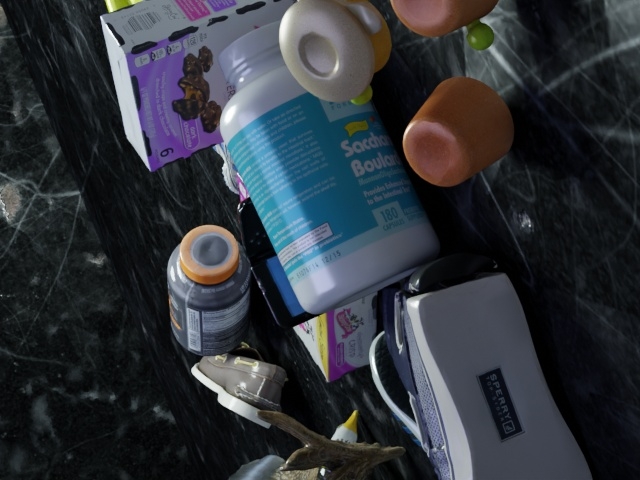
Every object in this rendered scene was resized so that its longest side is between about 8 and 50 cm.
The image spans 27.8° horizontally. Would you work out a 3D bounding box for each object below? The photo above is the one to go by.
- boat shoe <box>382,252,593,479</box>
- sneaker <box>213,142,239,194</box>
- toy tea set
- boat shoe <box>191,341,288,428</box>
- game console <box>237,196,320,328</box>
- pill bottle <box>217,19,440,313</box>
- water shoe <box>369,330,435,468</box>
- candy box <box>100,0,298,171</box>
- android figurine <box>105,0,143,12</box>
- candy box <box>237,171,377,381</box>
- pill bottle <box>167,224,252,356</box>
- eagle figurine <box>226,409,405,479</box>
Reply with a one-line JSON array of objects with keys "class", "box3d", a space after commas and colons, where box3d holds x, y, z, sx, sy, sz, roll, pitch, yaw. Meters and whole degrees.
[{"class": "boat shoe", "box3d": [0.149, 0.173, 1.169, 0.158, 0.127, 0.340, -174, 69, -79]}, {"class": "sneaker", "box3d": [-0.095, -0.099, 1.660, 0.058, 0.052, 0.135, 17, 151, 35]}, {"class": "toy tea set", "box3d": [0.065, -0.206, 0.967, 0.200, 0.124, 0.336, 14, 128, 33]}, {"class": "boat shoe", "box3d": [-0.130, 0.222, 2.138, 0.117, 0.096, 0.324, 28, 177, -16]}, {"class": "game console", "box3d": [0.000, 0.000, 1.328, 0.085, 0.144, 0.124, 52, 158, 39]}, {"class": "pill bottle", "box3d": [-0.003, -0.074, 1.232, 0.264, 0.146, 0.146, 64, 164, 6]}, {"class": "water shoe", "box3d": [0.111, 0.187, 1.361, 0.203, 0.073, 0.080, 59, 164, 27]}, {"class": "candy box", "box3d": [-0.112, -0.183, 1.338, 0.070, 0.196, 0.165, 53, 160, 37]}, {"class": "android figurine", "box3d": [-0.157, -0.293, 1.459, 0.248, 0.056, 0.273, -4, 109, 45]}, {"class": "candy box", "box3d": [-0.017, 0.032, 1.560, 0.233, 0.071, 0.159, 54, 159, 35]}, {"class": "pill bottle", "box3d": [-0.170, 0.072, 1.998, 0.130, 0.130, 0.245, 59, 162, 24]}, {"class": "eagle figurine", "box3d": [0.006, 0.329, 1.711, 0.226, 0.225, 0.298, 51, 149, 15]}]
